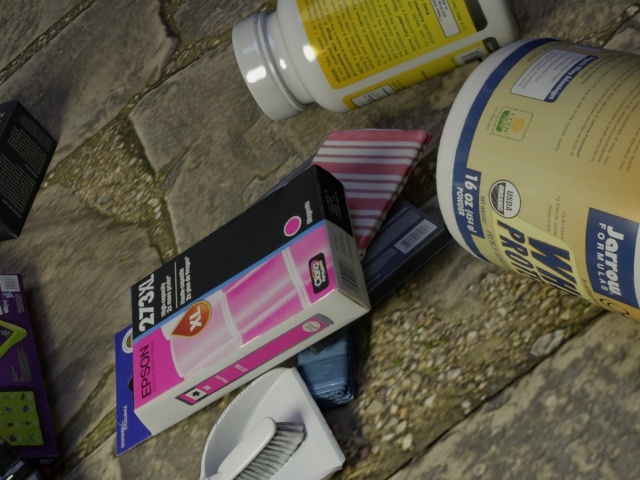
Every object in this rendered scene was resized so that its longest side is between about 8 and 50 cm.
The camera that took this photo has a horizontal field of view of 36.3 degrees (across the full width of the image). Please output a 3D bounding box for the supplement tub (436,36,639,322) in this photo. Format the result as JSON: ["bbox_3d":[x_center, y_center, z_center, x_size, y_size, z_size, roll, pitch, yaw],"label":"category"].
[{"bbox_3d":[0.287,-0.047,0.872,0.316,0.228,0.228,24,69,43],"label":"supplement tub"}]

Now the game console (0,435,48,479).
[{"bbox_3d":[-0.420,0.340,0.998,0.293,0.173,0.250,-44,58,-6],"label":"game console"}]

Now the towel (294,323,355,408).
[{"bbox_3d":[0.005,0.125,1.050,0.067,0.029,0.119,-16,48,20],"label":"towel"}]

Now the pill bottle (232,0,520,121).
[{"bbox_3d":[0.066,-0.277,1.239,0.334,0.188,0.188,-20,46,16],"label":"pill bottle"}]

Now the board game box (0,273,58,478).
[{"bbox_3d":[-0.457,0.159,1.209,0.056,0.208,0.347,-65,34,28],"label":"board game box"}]

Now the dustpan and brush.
[{"bbox_3d":[-0.090,0.235,0.990,0.211,0.060,0.147,-46,44,12],"label":"dustpan and brush"}]

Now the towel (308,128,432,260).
[{"bbox_3d":[0.033,-0.054,1.133,0.144,0.029,0.197,6,54,41],"label":"towel"}]

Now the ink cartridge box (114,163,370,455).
[{"bbox_3d":[-0.118,0.082,1.080,0.371,0.069,0.175,-34,45,25],"label":"ink cartridge box"}]

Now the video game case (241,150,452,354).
[{"bbox_3d":[0.000,0.000,1.136,0.196,0.026,0.274,-40,36,-8],"label":"video game case"}]

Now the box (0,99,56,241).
[{"bbox_3d":[-0.531,-0.100,1.527,0.153,0.108,0.207,-9,50,26],"label":"box"}]
